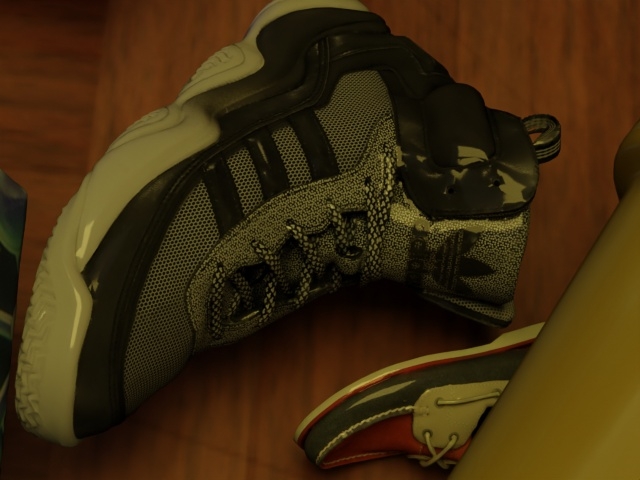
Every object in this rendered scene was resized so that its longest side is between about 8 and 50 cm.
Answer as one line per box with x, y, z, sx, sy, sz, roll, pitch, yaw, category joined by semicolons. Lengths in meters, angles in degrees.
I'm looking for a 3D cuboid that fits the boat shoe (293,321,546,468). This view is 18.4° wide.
0.057;0.072;0.819;0.137;0.049;0.043;-16;66;-17;boat shoe

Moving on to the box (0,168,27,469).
-0.265;0.105;0.606;0.212;0.293;0.395;-12;59;21;box

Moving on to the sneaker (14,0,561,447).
0.000;0.000;0.793;0.153;0.101;0.268;23;46;17;sneaker

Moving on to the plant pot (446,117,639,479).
0.174;0.079;0.723;0.254;0.254;0.239;41;82;17;plant pot
